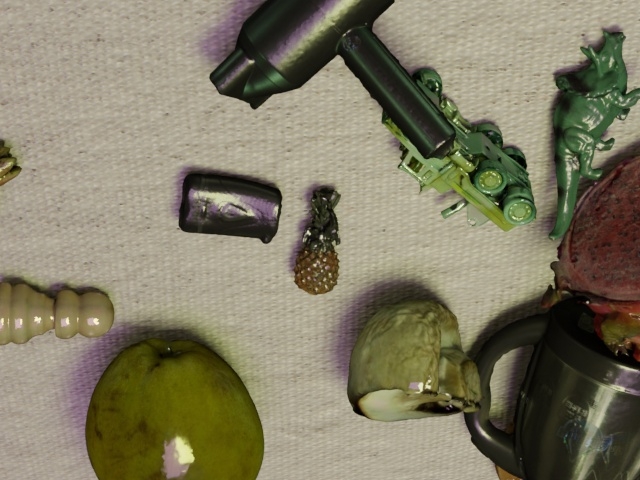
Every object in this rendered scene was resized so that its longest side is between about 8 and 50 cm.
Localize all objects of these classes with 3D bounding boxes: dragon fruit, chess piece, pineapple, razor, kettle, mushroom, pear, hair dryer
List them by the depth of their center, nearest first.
[{"bbox_3d":[0.029,-0.193,1.138,0.244,0.116,0.302,-41,82,18],"label":"hair dryer"},{"bbox_3d":[0.515,0.041,1.278,0.314,0.296,0.263,-13,138,43],"label":"dragon fruit"},{"bbox_3d":[-0.128,-0.048,1.293,0.147,0.054,0.090,8,118,-10],"label":"razor"},{"bbox_3d":[0.000,0.000,1.325,0.074,0.074,0.160,5,115,-8],"label":"pineapple"},{"bbox_3d":[-0.396,0.107,1.341,0.170,0.094,0.094,-1,119,-11],"label":"chess piece"},{"bbox_3d":[-0.223,0.306,1.377,0.268,0.269,0.322,-6,106,-2],"label":"pear"},{"bbox_3d":[0.136,0.185,1.389,0.189,0.164,0.267,-12,158,28],"label":"mushroom"},{"bbox_3d":[0.387,0.270,1.424,0.320,0.228,0.324,17,113,11],"label":"kettle"}]

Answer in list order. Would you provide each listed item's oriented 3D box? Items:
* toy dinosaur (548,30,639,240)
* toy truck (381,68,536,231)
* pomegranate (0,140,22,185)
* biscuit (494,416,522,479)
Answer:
[{"bbox_3d":[0.386,-0.145,1.260,0.119,0.079,0.292,2,103,2],"label":"toy dinosaur"},{"bbox_3d":[0.182,-0.109,1.253,0.135,0.128,0.259,-35,117,29],"label":"toy truck"},{"bbox_3d":[-0.506,-0.064,1.210,0.205,0.159,0.159,-33,120,-17],"label":"pomegranate"},{"bbox_3d":[0.379,0.366,1.572,0.170,0.050,0.170,-2,109,-6],"label":"biscuit"}]
